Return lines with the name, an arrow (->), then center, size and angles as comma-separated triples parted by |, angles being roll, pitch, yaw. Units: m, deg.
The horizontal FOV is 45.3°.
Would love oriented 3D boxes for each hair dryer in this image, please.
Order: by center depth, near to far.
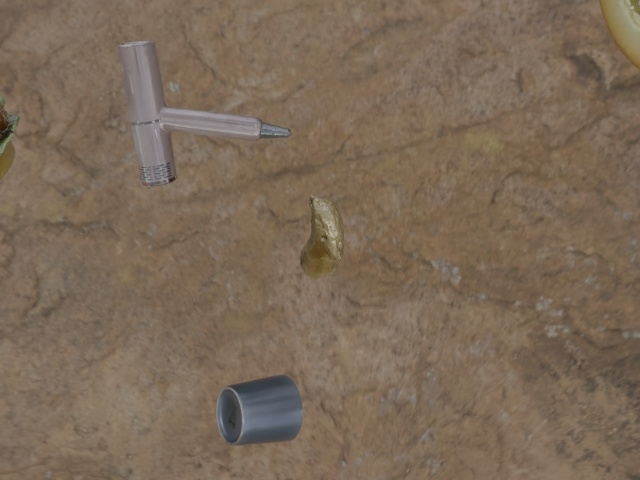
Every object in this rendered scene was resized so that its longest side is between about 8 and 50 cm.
hair dryer -> -0.155, -0.180, 1.044 | 0.220, 0.054, 0.195 | -4, 109, 8

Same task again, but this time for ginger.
ginger -> 0.002, 0.005, 0.822 | 0.044, 0.137, 0.058 | 10, 60, -1

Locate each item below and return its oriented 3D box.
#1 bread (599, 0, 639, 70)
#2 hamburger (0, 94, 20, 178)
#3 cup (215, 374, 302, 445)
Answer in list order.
bread -> 0.346, -0.277, 0.614 | 0.270, 0.316, 0.211 | -19, 23, -36
hamburger -> -0.521, -0.171, 0.939 | 0.274, 0.212, 0.274 | -2, 38, 1
cup -> -0.080, 0.197, 0.903 | 0.077, 0.100, 0.078 | 0, 102, -34
